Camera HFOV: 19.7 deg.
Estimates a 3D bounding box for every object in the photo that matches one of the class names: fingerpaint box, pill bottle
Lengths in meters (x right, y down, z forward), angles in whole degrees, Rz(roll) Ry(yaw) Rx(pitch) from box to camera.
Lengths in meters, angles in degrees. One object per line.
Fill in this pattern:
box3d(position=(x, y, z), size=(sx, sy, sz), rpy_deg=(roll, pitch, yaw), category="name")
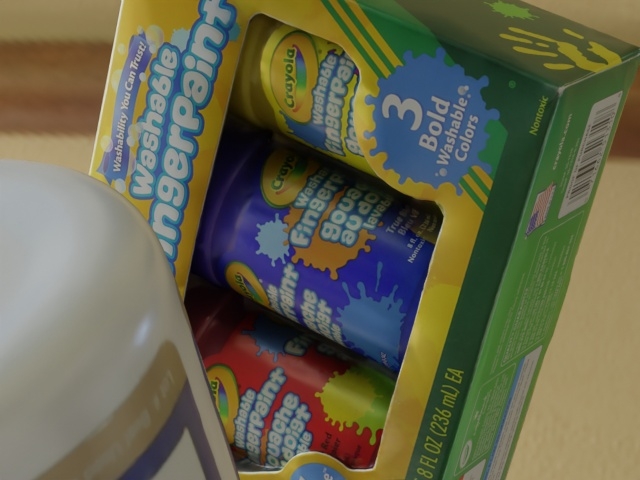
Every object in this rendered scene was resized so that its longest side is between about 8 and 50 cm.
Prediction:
box3d(position=(0.000, 0.000, 1.455), size=(0.371, 0.163, 0.445), rpy_deg=(27, -63, 24), category="fingerpaint box")
box3d(position=(-0.077, 0.127, 0.456), size=(0.153, 0.153, 0.265), rpy_deg=(-6, -61, 19), category="pill bottle")
